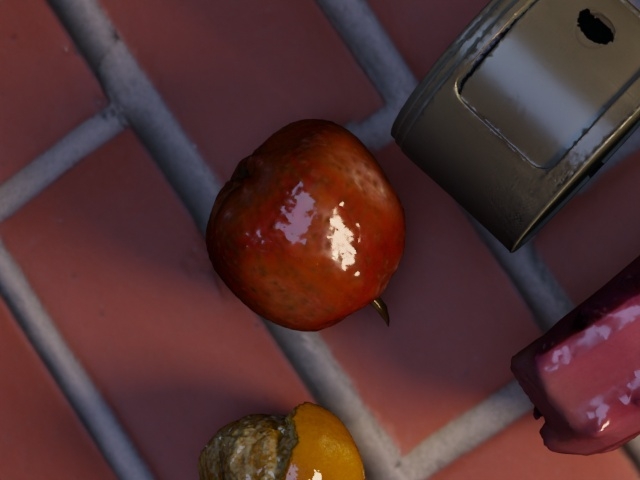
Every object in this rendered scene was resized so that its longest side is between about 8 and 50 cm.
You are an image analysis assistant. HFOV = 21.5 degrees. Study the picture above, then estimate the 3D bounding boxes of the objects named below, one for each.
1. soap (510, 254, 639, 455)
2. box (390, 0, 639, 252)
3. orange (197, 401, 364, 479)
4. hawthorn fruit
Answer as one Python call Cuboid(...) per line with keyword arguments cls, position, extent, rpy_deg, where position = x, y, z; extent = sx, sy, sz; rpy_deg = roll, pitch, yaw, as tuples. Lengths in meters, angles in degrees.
Cuboid(cls="soap", position=(0.316, 0.060, 1.426), extent=(0.325, 0.220, 0.127), rpy_deg=(-39, 80, 15))
Cuboid(cls="box", position=(0.187, -0.120, 1.439), extent=(0.149, 0.226, 0.226), rpy_deg=(43, 96, 7))
Cuboid(cls="orange", position=(-0.035, 0.210, 1.518), extent=(0.156, 0.157, 0.134), rpy_deg=(13, 51, 9))
Cuboid(cls="hawthorn fruit", position=(0.000, 0.000, 1.502), extent=(0.200, 0.179, 0.179), rpy_deg=(44, 96, -5))
